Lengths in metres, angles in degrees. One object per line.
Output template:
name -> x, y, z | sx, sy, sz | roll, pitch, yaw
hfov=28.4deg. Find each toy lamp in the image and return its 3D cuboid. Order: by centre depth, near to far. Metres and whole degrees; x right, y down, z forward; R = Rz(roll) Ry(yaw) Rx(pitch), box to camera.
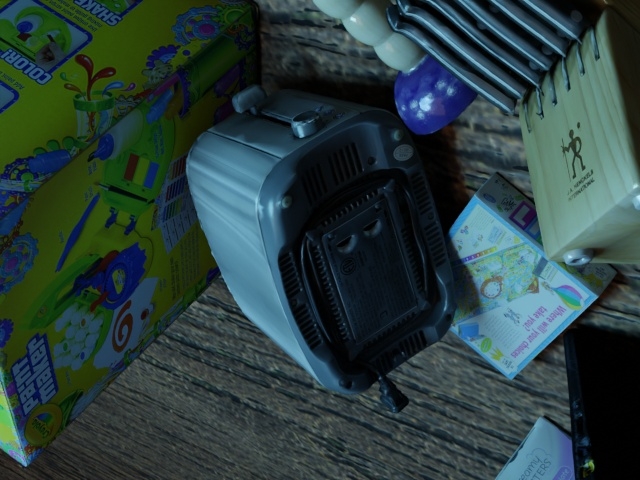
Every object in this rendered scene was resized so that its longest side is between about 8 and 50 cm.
toy lamp -> -0.024, -0.163, 0.692 | 0.274, 0.080, 0.080 | 38, 155, -24

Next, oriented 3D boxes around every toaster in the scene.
toaster -> 0.000, 0.000, 0.879 | 0.146, 0.129, 0.227 | 32, 148, 52

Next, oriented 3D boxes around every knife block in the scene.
knife block -> 0.167, -0.112, 0.615 | 0.275, 0.242, 0.088 | 2, 158, -18

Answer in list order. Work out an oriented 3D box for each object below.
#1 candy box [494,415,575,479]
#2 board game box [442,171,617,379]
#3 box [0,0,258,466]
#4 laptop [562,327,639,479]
candy box -> 0.140, 0.257, 1.014 | 0.070, 0.165, 0.196 | 35, 150, 15
board game box -> 0.127, 0.030, 0.880 | 0.103, 0.026, 0.154 | 41, 151, 7
box -> -0.201, -0.037, 0.945 | 0.177, 0.279, 0.290 | 33, 148, 18
laptop -> 0.196, 0.317, 0.736 | 0.236, 0.408, 0.382 | -41, 95, 17
